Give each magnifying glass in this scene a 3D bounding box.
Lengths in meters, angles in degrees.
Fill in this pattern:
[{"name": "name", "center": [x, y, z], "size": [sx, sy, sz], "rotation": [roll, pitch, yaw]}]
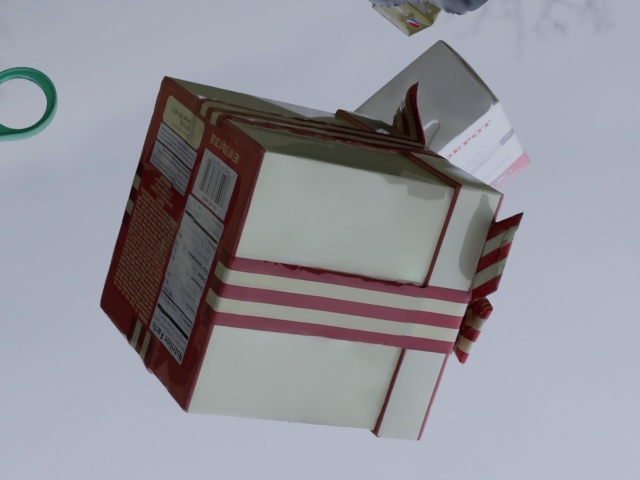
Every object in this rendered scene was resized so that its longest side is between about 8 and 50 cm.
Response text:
[{"name": "magnifying glass", "center": [-0.437, -0.141, 1.904], "size": [0.231, 0.092, 0.026], "rotation": [-33, 171, -14]}]

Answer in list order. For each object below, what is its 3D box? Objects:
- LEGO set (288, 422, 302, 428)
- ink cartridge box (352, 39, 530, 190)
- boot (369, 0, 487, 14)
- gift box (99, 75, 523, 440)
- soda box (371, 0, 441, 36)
[{"name": "LEGO set", "center": [-0.033, 0.143, 2.006], "size": [0.087, 0.227, 0.093], "rotation": [-18, 154, -3]}, {"name": "ink cartridge box", "center": [0.137, -0.109, 1.899], "size": [0.207, 0.117, 0.283], "rotation": [-40, 160, 4]}, {"name": "boot", "center": [-0.014, -0.429, 1.459], "size": [0.146, 0.445, 0.367], "rotation": [-48, -160, -4]}, {"name": "gift box", "center": [0.000, 0.000, 1.253], "size": [0.258, 0.276, 0.255], "rotation": [11, -160, -31]}, {"name": "soda box", "center": [0.133, -0.321, 1.703], "size": [0.181, 0.058, 0.061], "rotation": [-58, -164, -19]}]
